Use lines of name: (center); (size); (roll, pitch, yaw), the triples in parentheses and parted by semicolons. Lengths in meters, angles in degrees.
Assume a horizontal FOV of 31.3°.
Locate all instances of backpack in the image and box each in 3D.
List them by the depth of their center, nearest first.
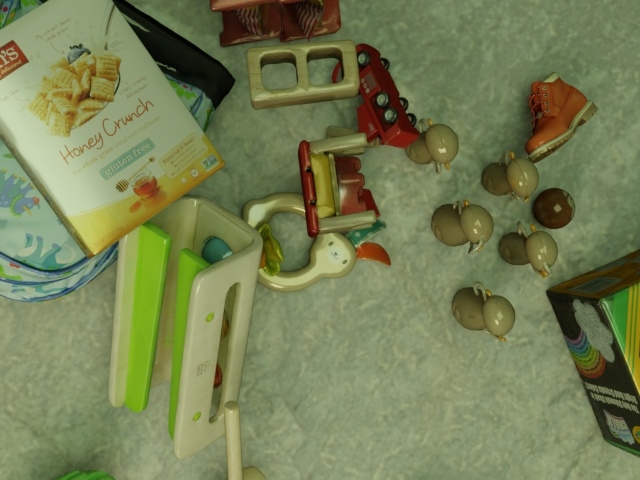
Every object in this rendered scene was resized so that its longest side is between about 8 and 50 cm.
backpack: (-0.294, -0.104, 1.285); (0.290, 0.273, 0.355); (32, 97, -16)

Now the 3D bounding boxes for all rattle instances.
rattle: (0.000, 0.000, 1.382); (0.200, 0.143, 0.130); (11, 70, -5)

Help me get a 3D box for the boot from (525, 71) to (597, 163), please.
boot: (0.286, -0.157, 1.449); (0.084, 0.059, 0.158); (48, 44, -3)

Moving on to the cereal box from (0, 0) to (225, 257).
cereal box: (-0.235, -0.127, 1.168); (0.173, 0.047, 0.240); (-38, 97, -19)

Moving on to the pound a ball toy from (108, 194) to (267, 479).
pound a ball toy: (-0.118, 0.133, 1.283); (0.136, 0.208, 0.319); (-29, 140, -42)

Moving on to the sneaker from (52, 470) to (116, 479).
sneaker: (-0.330, 0.487, 1.318); (0.202, 0.185, 0.482); (24, 93, -23)

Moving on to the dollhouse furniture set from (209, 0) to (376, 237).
dollhouse furniture set: (-0.038, -0.183, 1.312); (0.152, 0.201, 0.374); (-6, 85, -2)

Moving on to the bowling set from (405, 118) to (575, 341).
bowling set: (0.236, -0.038, 1.414); (0.200, 0.154, 0.287); (-21, 94, -10)

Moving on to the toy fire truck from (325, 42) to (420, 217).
toy fire truck: (0.050, -0.132, 1.413); (0.135, 0.047, 0.192); (-38, 63, 30)

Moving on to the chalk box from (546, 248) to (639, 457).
chalk box: (0.443, 0.164, 1.443); (0.179, 0.180, 0.289); (-24, 96, -9)
